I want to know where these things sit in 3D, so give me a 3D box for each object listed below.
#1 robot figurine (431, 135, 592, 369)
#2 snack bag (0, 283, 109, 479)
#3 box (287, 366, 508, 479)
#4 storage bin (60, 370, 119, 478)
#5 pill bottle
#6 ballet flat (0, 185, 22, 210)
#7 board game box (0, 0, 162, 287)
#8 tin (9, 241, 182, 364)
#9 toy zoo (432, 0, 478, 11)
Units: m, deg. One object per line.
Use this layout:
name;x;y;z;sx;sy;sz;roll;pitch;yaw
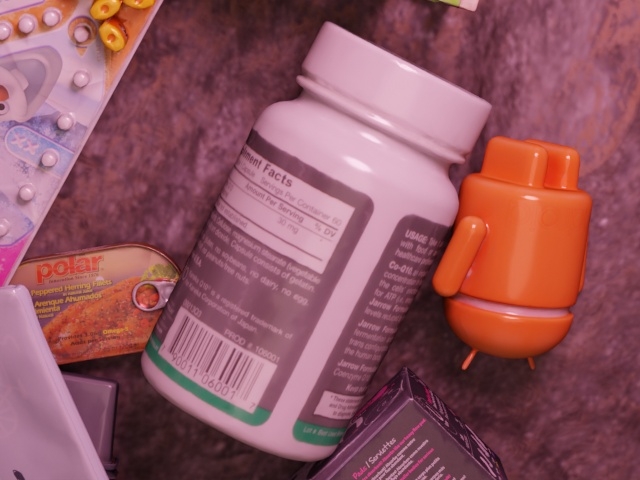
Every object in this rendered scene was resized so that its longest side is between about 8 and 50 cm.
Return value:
robot figurine;0.182;0.015;1.562;0.128;0.158;0.219;10;99;13
snack bag;-0.354;0.199;1.546;0.343;0.037;0.323;-15;109;20
box;0.042;0.261;1.579;0.247;0.163;0.142;-44;95;5
storage bin;-0.254;0.170;1.595;0.135;0.098;0.091;9;88;-3
pill bottle;0.000;0.000;1.515;0.204;0.204;0.361;27;97;-6
ballet flat;-0.358;-0.061;1.573;0.188;0.070;0.070;7;99;-5
board game box;-0.397;-0.152;1.480;0.390;0.050;0.390;28;103;-9
tin;-0.222;0.059;1.602;0.190;0.040;0.106;-8;103;-1
toy zoo;-0.009;-0.261;1.479;0.293;0.192;0.030;16;98;-5
